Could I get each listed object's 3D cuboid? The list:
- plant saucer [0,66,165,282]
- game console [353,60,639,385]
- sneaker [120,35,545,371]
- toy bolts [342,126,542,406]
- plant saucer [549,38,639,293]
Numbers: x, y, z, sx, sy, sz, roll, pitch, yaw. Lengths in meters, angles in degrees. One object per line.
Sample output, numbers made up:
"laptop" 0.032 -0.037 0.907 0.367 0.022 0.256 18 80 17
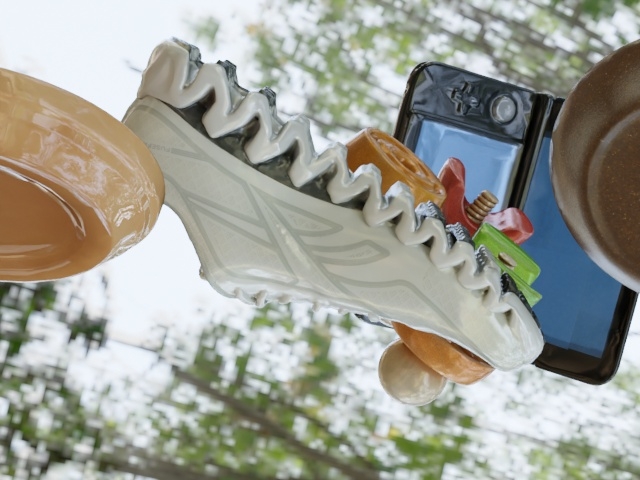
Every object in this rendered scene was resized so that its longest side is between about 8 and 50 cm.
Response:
"plant saucer" -0.181 -0.028 0.842 0.200 0.200 0.037 -24 -131 47
"game console" 0.203 -0.020 1.726 0.173 0.250 0.293 19 -85 63
"sneaker" 0.000 0.000 0.981 0.118 0.292 0.110 -56 176 4
"toy bolts" 0.074 0.019 1.406 0.158 0.218 0.228 -49 -178 17
"plant saucer" 0.238 -0.034 1.026 0.198 0.198 0.036 -42 -174 35
